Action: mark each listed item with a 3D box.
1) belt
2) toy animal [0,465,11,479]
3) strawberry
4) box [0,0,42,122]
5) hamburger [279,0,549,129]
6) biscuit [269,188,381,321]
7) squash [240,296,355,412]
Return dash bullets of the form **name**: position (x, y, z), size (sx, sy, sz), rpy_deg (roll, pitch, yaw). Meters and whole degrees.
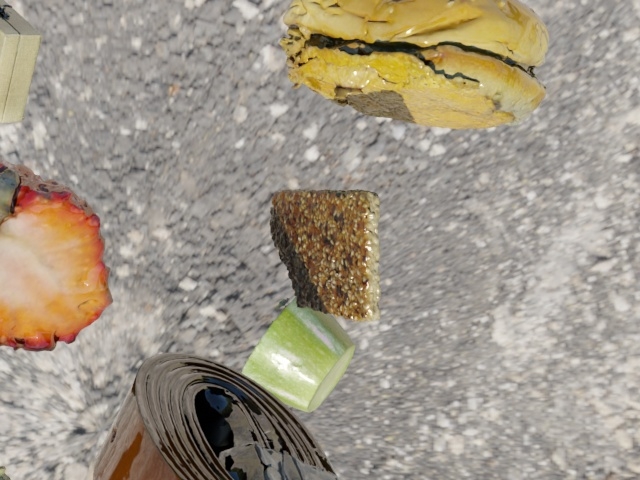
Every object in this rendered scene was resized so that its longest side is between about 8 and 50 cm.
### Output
- **belt**: position (-0.093, 0.240, 1.066), size (0.217, 0.338, 0.122), rpy_deg (20, 105, -29)
- **toy animal**: position (-0.461, 0.410, 1.551), size (0.086, 0.069, 0.219), rpy_deg (3, 58, 13)
- **strawberry**: position (-0.434, 0.021, 1.587), size (0.265, 0.336, 0.149), rpy_deg (-40, 52, -3)
- **box**: position (-0.260, -0.148, 0.889), size (0.035, 0.083, 0.079), rpy_deg (-10, 43, -45)
- **hamburger**: position (0.116, -0.218, 1.311), size (0.319, 0.318, 0.158), rpy_deg (6, 93, -10)
- **biscuit**: position (-0.002, 0.011, 1.186), size (0.026, 0.237, 0.131), rpy_deg (0, 92, -27)
- **squash**: position (-0.031, 0.162, 1.613), size (0.123, 0.170, 0.170), rpy_deg (34, 75, 14)
